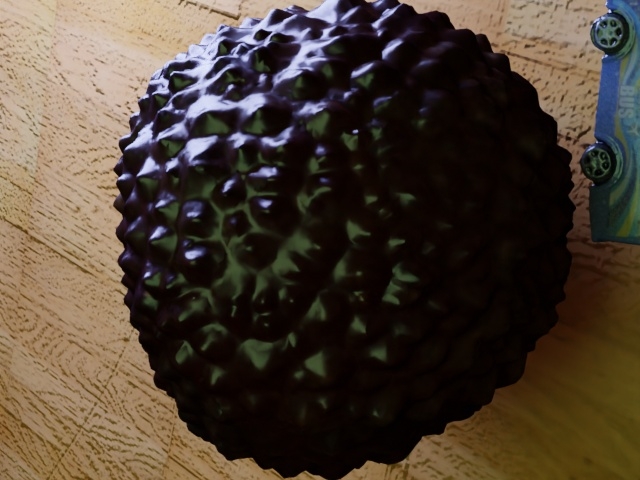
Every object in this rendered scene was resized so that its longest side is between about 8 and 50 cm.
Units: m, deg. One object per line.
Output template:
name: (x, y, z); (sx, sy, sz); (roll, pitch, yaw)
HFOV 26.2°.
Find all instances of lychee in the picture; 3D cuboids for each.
lychee: (0.000, 0.000, 0.776); (0.300, 0.264, 0.264); (-21, 77, 30)

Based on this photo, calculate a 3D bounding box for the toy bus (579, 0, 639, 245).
toy bus: (0.176, -0.073, 0.734); (0.061, 0.051, 0.153); (10, 101, 34)
